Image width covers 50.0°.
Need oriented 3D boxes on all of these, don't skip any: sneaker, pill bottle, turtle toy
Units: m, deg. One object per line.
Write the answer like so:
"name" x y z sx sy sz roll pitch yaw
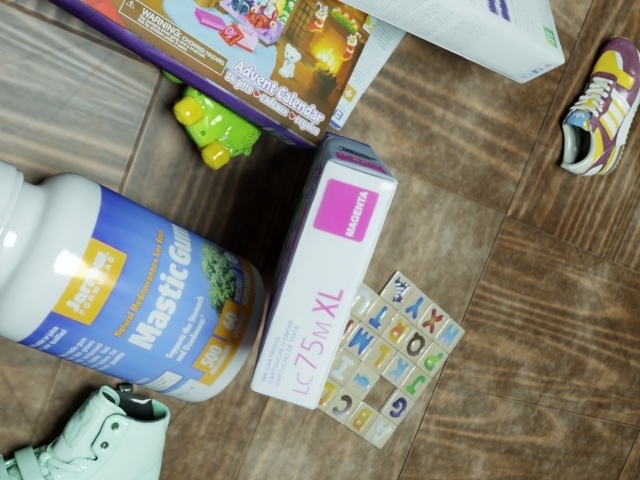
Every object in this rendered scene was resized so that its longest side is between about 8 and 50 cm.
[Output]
"sneaker" 0.370 -0.177 0.911 0.084 0.069 0.185 -3 105 -34
"sneaker" -0.267 0.202 0.654 0.256 0.094 0.151 8 107 -40
"pill bottle" -0.197 0.033 0.610 0.272 0.152 0.152 30 89 -33
"turtle toy" -0.104 -0.136 0.661 0.095 0.066 0.130 -42 119 -21

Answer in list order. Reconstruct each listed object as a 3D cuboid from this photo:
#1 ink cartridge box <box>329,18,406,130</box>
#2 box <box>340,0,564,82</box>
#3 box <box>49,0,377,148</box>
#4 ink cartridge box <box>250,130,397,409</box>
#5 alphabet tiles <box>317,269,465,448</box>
"ink cartridge box" -0.003 -0.264 0.691 0.223 0.045 0.224 36 87 -31
"box" 0.098 -0.296 0.638 0.322 0.058 0.232 9 67 -42
"box" -0.084 -0.234 0.584 0.293 0.057 0.201 28 83 -31
"ink cartridge box" 0.000 0.000 0.638 0.065 0.311 0.185 19 103 -2
"alphabet tiles" 0.063 0.137 0.870 0.237 0.009 0.198 40 84 -32
